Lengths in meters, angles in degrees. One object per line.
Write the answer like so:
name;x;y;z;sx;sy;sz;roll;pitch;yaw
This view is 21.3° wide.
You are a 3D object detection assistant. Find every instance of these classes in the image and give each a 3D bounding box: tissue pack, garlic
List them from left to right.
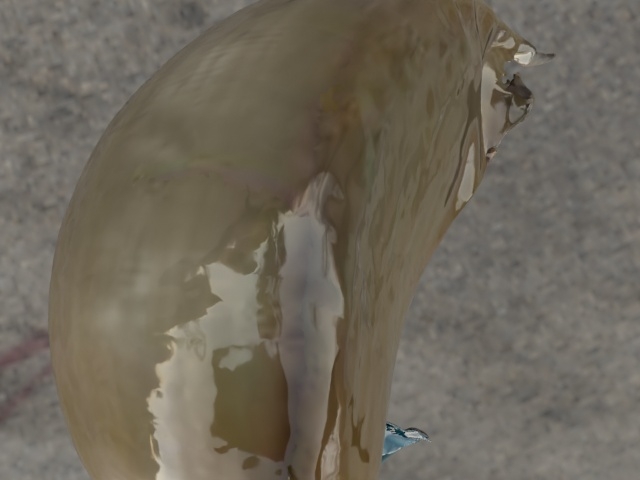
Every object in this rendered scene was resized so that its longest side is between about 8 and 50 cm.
garlic;-0.004;-0.017;0.725;0.151;0.338;0.196;-6;139;37
tissue pack;0.010;0.170;1.321;0.138;0.028;0.085;-31;153;21
